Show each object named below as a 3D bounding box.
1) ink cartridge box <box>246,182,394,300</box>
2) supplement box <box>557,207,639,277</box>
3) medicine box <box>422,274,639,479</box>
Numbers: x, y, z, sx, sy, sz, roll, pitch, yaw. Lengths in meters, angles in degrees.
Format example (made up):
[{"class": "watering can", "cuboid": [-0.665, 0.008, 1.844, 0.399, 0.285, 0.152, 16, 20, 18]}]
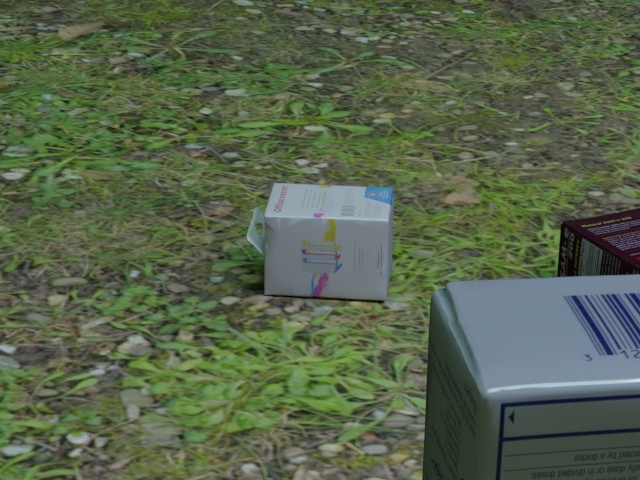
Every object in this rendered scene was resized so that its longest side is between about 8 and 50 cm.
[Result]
[{"class": "ink cartridge box", "cuboid": [0.000, 0.000, 1.899, 0.143, 0.090, 0.092, 3, 23, 5]}, {"class": "supplement box", "cuboid": [0.352, 0.043, 1.838, 0.130, 0.073, 0.239, -10, 26, -26]}, {"class": "medicine box", "cuboid": [0.207, 0.181, 1.232, 0.263, 0.289, 0.149, -3, 26, -9]}]
